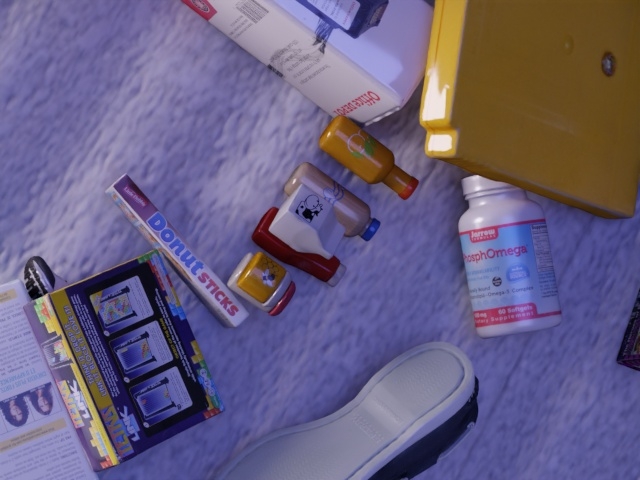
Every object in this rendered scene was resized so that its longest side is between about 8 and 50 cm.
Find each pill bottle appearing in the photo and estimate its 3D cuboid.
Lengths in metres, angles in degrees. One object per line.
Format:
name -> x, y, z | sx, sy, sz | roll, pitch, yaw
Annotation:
pill bottle -> 0.184, 0.013, 1.935 | 0.087, 0.087, 0.160 | -9, 87, -14

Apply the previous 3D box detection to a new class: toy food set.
toy food set -> 0.000, 0.000, 1.871 | 0.104, 0.111, 0.232 | 35, 47, -9

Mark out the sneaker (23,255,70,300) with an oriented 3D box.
sneaker -> -0.241, 0.059, 1.859 | 0.044, 0.040, 0.109 | -36, 98, -30

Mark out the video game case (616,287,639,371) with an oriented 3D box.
video game case -> 0.378, 0.016, 1.919 | 0.042, 0.210, 0.232 | 21, 80, -11

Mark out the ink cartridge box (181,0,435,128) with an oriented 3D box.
ink cartridge box -> -0.012, -0.221, 1.862 | 0.237, 0.172, 0.100 | 37, 77, -9

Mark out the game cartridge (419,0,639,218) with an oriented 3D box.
game cartridge -> 0.218, -0.188, 1.890 | 0.324, 0.053, 0.285 | 16, 80, -47

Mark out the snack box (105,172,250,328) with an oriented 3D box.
snack box -> -0.137, 0.012, 1.869 | 0.022, 0.064, 0.178 | -42, 96, -11

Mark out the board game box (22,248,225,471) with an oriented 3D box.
board game box -> -0.182, 0.111, 1.831 | 0.141, 0.048, 0.170 | -23, 91, -42

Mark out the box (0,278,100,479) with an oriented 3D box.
box -> -0.283, 0.166, 1.824 | 0.101, 0.060, 0.244 | -21, 91, -14

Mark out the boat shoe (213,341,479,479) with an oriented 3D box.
boat shoe -> 0.027, 0.215, 1.874 | 0.303, 0.091, 0.114 | -28, 49, -9
